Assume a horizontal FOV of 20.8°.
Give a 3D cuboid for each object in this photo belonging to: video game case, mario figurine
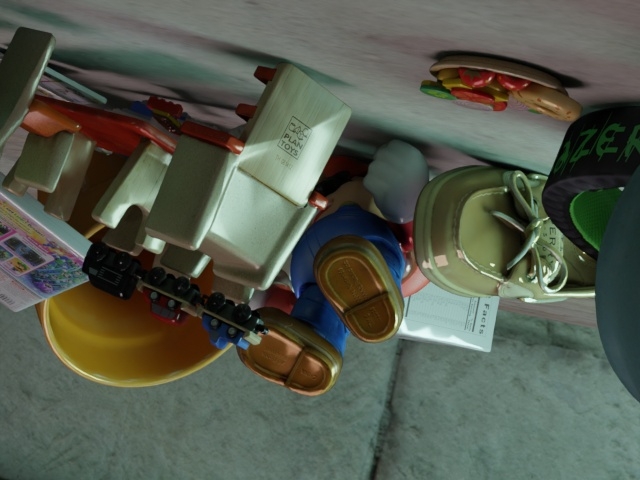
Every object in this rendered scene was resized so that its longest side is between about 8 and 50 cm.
[{"bbox_3d":[-0.267,-0.007,1.417,0.157,0.019,0.143,40,142,-24],"label":"video game case"},{"bbox_3d":[0.000,0.000,1.404,0.198,0.170,0.320,-7,-165,9],"label":"mario figurine"}]

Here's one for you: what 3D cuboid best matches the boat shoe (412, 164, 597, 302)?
[{"bbox_3d":[0.181,-0.004,1.362,0.089,0.105,0.285,2,180,42],"label":"boat shoe"}]

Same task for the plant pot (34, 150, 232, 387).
[{"bbox_3d":[-0.176,-0.003,1.596,0.205,0.205,0.188,16,-153,-34],"label":"plant pot"}]

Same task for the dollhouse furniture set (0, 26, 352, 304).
[{"bbox_3d":[-0.109,-0.064,1.212,0.259,0.135,0.262,17,168,47],"label":"dollhouse furniture set"}]

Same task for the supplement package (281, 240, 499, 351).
[{"bbox_3d":[0.043,0.018,1.674,0.244,0.139,0.134,15,175,-32],"label":"supplement package"}]

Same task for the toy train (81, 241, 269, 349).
[{"bbox_3d":[-0.108,0.043,1.262,0.158,0.036,0.027,22,171,24],"label":"toy train"}]

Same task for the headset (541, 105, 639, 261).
[{"bbox_3d":[0.329,0.009,1.085,0.394,0.185,0.243,30,166,-18],"label":"headset"}]

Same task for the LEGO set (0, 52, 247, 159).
[{"bbox_3d":[-0.160,-0.107,1.402,0.244,0.060,0.182,28,170,-29],"label":"LEGO set"}]

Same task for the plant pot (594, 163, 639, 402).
[{"bbox_3d":[0.263,0.042,0.782,0.271,0.272,0.255,15,-169,-27],"label":"plant pot"}]

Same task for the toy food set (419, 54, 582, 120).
[{"bbox_3d":[0.101,-0.085,0.989,0.083,0.020,0.082,15,175,-29],"label":"toy food set"}]
